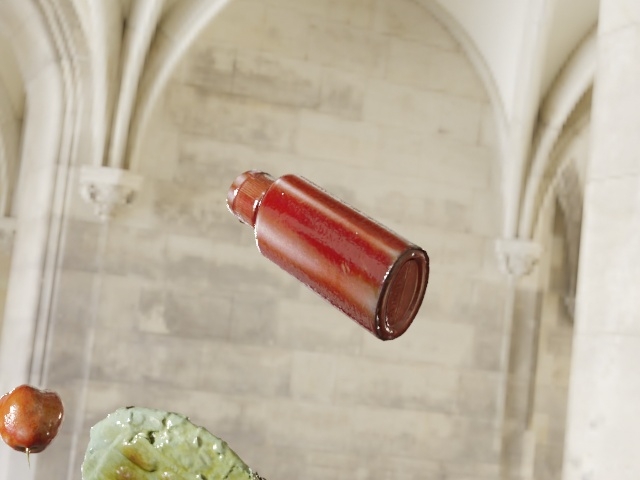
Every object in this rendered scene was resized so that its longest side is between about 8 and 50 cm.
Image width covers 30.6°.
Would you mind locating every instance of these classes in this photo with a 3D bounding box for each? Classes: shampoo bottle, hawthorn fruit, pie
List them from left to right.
[{"bbox_3d":[-0.517,0.319,2.059,0.125,0.140,0.125,25,-19,9],"label":"hawthorn fruit"},{"bbox_3d":[-0.189,0.352,1.537,0.306,0.306,0.071,4,31,21],"label":"pie"},{"bbox_3d":[0.000,0.000,1.198,0.064,0.102,0.260,-3,26,-40],"label":"shampoo bottle"}]
